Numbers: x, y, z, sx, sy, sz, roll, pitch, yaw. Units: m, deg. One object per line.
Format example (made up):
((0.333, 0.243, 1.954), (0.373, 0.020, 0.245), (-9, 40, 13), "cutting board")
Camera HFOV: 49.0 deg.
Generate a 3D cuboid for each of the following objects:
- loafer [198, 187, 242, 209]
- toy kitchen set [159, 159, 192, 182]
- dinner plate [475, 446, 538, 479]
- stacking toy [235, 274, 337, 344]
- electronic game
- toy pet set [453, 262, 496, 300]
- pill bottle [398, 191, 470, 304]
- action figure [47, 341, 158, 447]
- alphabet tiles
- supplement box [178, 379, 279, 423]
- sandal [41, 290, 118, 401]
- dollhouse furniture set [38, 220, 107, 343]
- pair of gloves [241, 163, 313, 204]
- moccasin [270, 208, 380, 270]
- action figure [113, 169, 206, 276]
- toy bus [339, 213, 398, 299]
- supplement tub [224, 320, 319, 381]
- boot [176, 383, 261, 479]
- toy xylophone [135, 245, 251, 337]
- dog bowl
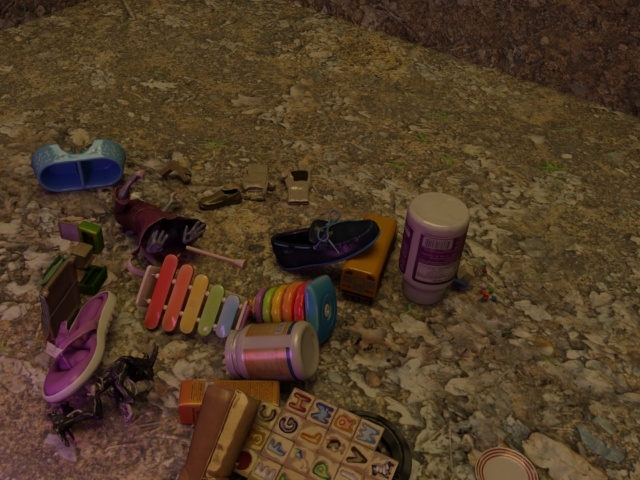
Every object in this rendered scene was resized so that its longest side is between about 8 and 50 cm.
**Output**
((-0.328, -0.141, 2.294), (0.148, 0.050, 0.056), (-15, 43, -22), "loafer")
((-0.488, -0.220, 2.397), (0.083, 0.075, 0.068), (54, 12, 6), "toy kitchen set")
((0.418, 0.530, 1.581), (0.141, 0.017, 0.141), (3, 39, -3), "dinner plate")
((-0.119, 0.182, 1.869), (0.302, 0.175, 0.166), (-1, 7, 21), "stacking toy")
((0.092, 0.486, 1.578), (0.229, 0.048, 0.229), (5, 47, -5), "electronic game")
((0.441, 0.126, 2.056), (0.114, 0.065, 0.122), (28, 34, -27), "toy pet set")
((0.307, 0.030, 1.949), (0.169, 0.301, 0.169), (3, 40, -2), "pill bottle")
((-0.462, 0.355, 1.594), (0.275, 0.164, 0.141), (-35, 86, -14), "action figure")
((-0.020, 0.487, 1.523), (0.342, 0.011, 0.285), (21, 61, 17), "alphabet tiles")
((-0.212, 0.381, 1.654), (0.233, 0.078, 0.080), (-1, 40, -5), "supplement box")
((-0.602, 0.238, 1.701), (0.169, 0.102, 0.416), (-34, 23, 9), "sandal")
((-0.703, 0.102, 1.850), (0.151, 0.197, 0.301), (11, 39, 6), "dollhouse furniture set")
((-0.148, -0.202, 2.391), (0.240, 0.042, 0.204), (5, 40, 2), "pair of gloves")
((0.000, 0.000, 1.985), (0.342, 0.117, 0.138), (-18, 26, 27), "moccasin")
((-0.519, -0.049, 2.116), (0.370, 0.248, 0.276), (23, 85, 39), "action figure")
((0.150, 0.032, 2.066), (0.108, 0.130, 0.333), (14, 41, 11), "toy bus")
((-0.117, 0.272, 1.710), (0.199, 0.144, 0.144), (-6, 36, 21), "supplement tub")
((-0.184, 0.457, 1.497), (0.236, 0.089, 0.269), (13, 57, 12), "boot")
((-0.322, 0.138, 1.855), (0.322, 0.236, 0.081), (10, -4, 16), "toy xylophone")
((-0.783, -0.238, 2.290), (0.297, 0.166, 0.074), (-9, 53, -16), "dog bowl")
